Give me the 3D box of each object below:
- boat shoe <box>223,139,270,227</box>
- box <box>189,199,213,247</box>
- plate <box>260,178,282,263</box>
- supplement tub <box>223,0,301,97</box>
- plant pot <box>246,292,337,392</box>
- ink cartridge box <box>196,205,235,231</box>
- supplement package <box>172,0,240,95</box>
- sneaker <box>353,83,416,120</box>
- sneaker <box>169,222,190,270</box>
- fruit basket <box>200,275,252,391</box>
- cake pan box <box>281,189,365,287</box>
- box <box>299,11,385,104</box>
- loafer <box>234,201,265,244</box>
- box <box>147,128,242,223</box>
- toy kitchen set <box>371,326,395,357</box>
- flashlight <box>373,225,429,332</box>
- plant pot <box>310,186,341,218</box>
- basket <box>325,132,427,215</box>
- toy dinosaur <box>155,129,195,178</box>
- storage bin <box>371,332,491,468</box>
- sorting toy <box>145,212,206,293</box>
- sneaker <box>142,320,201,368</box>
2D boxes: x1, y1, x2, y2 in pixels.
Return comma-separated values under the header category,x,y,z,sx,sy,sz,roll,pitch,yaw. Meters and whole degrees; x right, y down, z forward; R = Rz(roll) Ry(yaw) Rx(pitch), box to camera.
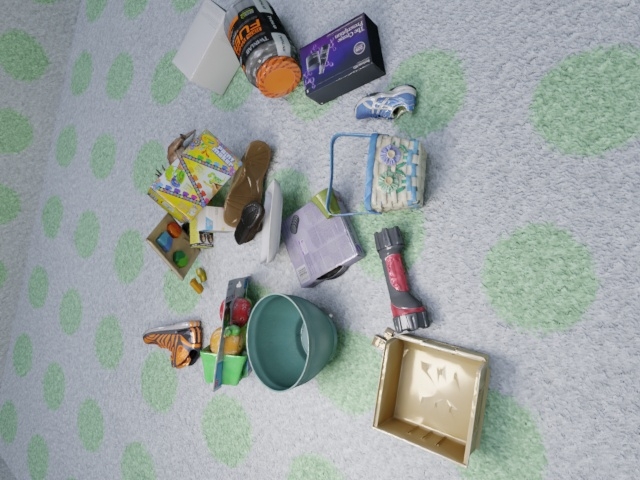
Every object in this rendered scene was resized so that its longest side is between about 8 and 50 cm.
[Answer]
category,x,y,z,sx,sy,sz,roll,pitch,yaw
boat shoe,-0.277,-0.213,1.641,0.341,0.121,0.110,-66,19,7
box,-0.491,-0.085,1.780,0.058,0.087,0.233,-9,79,31
plate,-0.170,-0.054,1.497,0.278,0.045,0.278,166,109,-77
supplement tub,-0.207,-0.700,1.572,0.207,0.207,0.338,-38,66,26
plant pot,-0.071,0.312,1.368,0.293,0.196,0.293,-5,83,43
ink cartridge box,-0.399,-0.079,1.689,0.089,0.143,0.092,-7,81,52
supplement package,-0.433,-0.782,1.754,0.175,0.177,0.293,47,110,28
sneaker,0.196,-0.413,1.340,0.211,0.080,0.081,-11,76,35
sneaker,-0.635,0.010,1.872,0.132,0.086,0.229,29,103,36
fruit basket,-0.291,0.306,1.493,0.165,0.327,0.353,12,88,2
cake pan box,0.000,0.000,1.442,0.245,0.070,0.267,-34,67,29
box,0.069,-0.596,1.437,0.261,0.103,0.185,-15,79,33
loafer,-0.251,-0.067,1.587,0.220,0.078,0.080,-48,62,45
box,-0.470,-0.225,1.591,0.279,0.177,0.290,-52,19,-16
toy kitchen set,0.187,0.298,1.276,0.083,0.075,0.068,24,98,34
flashlight,0.233,0.111,1.251,0.103,0.103,0.304,-12,76,6
plant pot,0.024,-0.112,1.359,0.083,0.083,0.079,-35,79,27
basket,0.159,-0.198,1.268,0.288,0.201,0.255,1,87,25
toy dinosaur,-0.629,-0.352,1.886,0.200,0.127,0.296,-7,76,41
storage bin,0.299,0.410,1.158,0.262,0.123,0.261,8,90,35
sorting toy,-0.542,0.053,1.717,0.041,0.307,0.229,-25,27,18
sneaker,-0.623,0.445,1.792,0.321,0.124,0.180,-17,75,32
